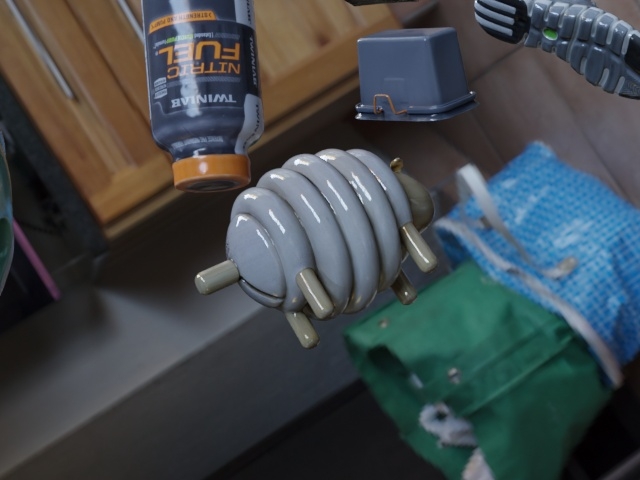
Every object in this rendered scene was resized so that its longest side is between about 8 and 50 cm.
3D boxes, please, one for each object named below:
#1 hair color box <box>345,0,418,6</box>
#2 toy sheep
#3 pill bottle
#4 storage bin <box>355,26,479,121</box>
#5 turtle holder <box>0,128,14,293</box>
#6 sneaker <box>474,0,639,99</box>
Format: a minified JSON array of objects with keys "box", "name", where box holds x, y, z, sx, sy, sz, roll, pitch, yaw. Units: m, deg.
[{"box":[0.075,-0.370,1.389,0.093,0.167,0.053,3,176,33],"name":"hair color box"},{"box":[0.000,0.000,0.568,0.091,0.132,0.091,38,139,44],"name":"toy sheep"},{"box":[-0.132,-0.180,1.321,0.130,0.130,0.246,135,130,-77],"name":"pill bottle"},{"box":[0.096,-0.186,1.293,0.135,0.098,0.091,7,114,45],"name":"storage bin"},{"box":[-0.356,-0.013,0.894,0.228,0.243,0.320,62,148,9],"name":"turtle holder"},{"box":[0.292,-0.246,1.246,0.228,0.132,0.086,29,143,16],"name":"sneaker"}]
